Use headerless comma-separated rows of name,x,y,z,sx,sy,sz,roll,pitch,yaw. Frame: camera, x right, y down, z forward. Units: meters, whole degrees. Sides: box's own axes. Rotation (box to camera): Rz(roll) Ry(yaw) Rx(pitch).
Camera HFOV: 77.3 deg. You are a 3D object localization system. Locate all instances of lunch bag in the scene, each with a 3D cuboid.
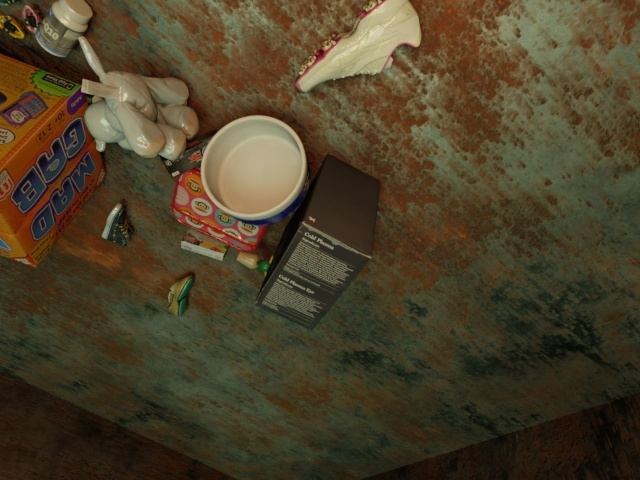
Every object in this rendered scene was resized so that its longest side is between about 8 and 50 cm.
lunch bag,-0.294,-0.096,1.211,0.293,0.120,0.258,26,133,-9

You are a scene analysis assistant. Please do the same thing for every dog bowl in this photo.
dog bowl,-0.160,-0.174,1.021,0.265,0.265,0.104,3,169,8

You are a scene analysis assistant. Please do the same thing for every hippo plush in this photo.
hippo plush,-0.479,-0.285,0.996,0.236,0.234,0.294,-18,167,37

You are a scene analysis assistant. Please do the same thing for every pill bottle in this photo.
pill bottle,-0.608,-0.512,0.953,0.137,0.078,0.078,-30,118,29

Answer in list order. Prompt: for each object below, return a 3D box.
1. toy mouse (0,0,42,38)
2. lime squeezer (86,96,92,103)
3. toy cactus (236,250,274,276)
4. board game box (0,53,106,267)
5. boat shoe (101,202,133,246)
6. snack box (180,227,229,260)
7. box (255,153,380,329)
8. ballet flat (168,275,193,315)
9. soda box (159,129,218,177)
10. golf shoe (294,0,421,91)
toy mouse,-0.727,-0.558,0.967,0.161,0.031,0.143,30,130,-16
lime squeezer,-0.789,-0.400,1.093,0.310,0.059,0.110,-4,127,13
toy cactus,-0.176,0.073,1.287,0.180,0.219,0.112,24,92,-12
board game box,-0.832,-0.213,1.006,0.356,0.356,0.356,21,145,-6
boat shoe,-0.671,-0.051,1.351,0.083,0.065,0.183,30,134,-16
snack box,-0.367,0.002,1.306,0.141,0.100,0.037,18,130,-5
box,0.000,0.000,1.077,0.179,0.343,0.312,26,129,-8
ballet flat,-0.542,0.204,1.522,0.073,0.080,0.232,31,128,5
soda box,-0.340,-0.235,1.078,0.169,0.060,0.053,-30,130,-16
golf shoe,0.080,-0.407,0.887,0.306,0.115,0.140,-28,122,30
